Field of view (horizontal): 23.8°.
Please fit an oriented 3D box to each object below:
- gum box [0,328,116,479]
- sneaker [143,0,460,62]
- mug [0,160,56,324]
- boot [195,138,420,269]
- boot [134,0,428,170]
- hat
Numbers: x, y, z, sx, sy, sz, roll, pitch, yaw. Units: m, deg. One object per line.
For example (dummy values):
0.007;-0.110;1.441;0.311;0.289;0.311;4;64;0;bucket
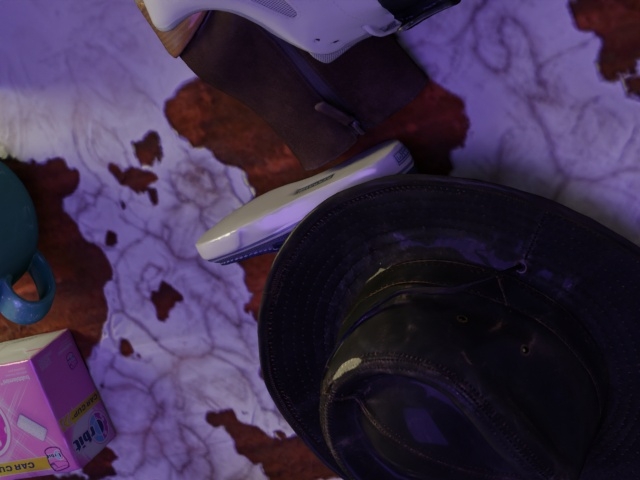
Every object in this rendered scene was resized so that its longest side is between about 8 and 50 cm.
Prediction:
-0.286;0.152;1.335;0.188;0.062;0.107;-13;107;30;gum box
0.040;-0.182;0.932;0.330;0.122;0.146;2;128;8;sneaker
-0.290;0.001;1.245;0.129;0.097;0.158;-19;104;32;mug
0.000;0.000;1.118;0.190;0.069;0.086;-22;108;32;boot
0.004;-0.184;1.040;0.207;0.090;0.248;42;121;-14;boot
0.102;0.115;1.053;0.331;0.134;0.331;6;120;10;hat
